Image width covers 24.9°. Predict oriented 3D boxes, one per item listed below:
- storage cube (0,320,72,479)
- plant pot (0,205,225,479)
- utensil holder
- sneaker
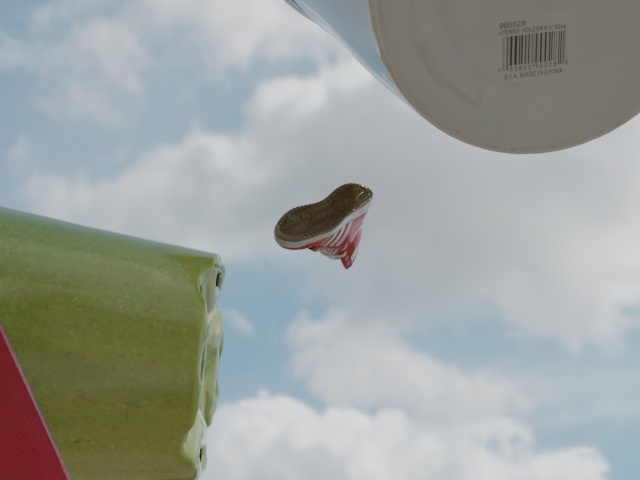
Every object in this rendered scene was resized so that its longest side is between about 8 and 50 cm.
[{"bbox_3d":[-0.269,0.109,0.801,0.215,0.183,0.193,6,-60,61],"label":"storage cube"},{"bbox_3d":[-0.208,0.087,1.137,0.253,0.276,0.276,4,-33,1],"label":"plant pot"},{"bbox_3d":[0.125,-0.284,1.260,0.327,0.385,0.328,-7,-64,-15],"label":"utensil holder"},{"bbox_3d":[0.000,0.000,1.223,0.042,0.118,0.067,31,-53,26],"label":"sneaker"}]
